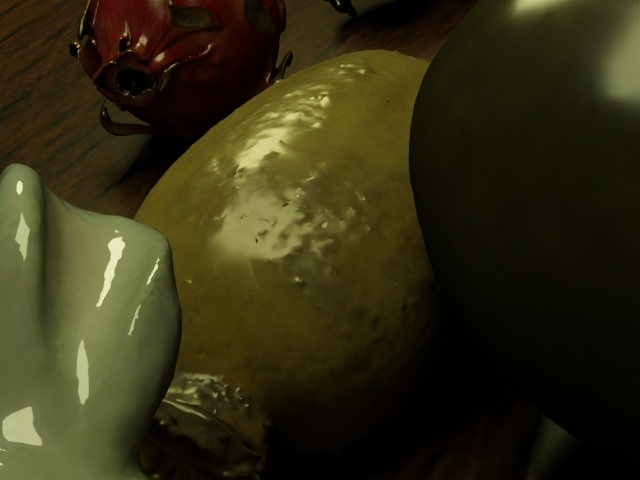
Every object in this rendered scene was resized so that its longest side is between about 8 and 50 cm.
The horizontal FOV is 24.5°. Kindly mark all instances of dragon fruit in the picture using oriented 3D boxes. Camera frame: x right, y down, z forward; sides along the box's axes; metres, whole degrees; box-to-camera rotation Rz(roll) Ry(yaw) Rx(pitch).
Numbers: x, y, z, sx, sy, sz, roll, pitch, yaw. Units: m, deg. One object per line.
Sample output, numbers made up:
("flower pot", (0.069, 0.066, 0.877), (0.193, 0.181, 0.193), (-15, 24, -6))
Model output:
("dragon fruit", (-0.084, -0.126, 0.928), (0.136, 0.133, 0.166), (-47, 9, 35))

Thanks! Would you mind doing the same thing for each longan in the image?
("longan", (0.152, -0.012, 0.553), (0.246, 0.215, 0.246), (16, 50, -20))

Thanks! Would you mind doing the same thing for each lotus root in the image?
("lotus root", (0.002, -0.002, 0.665), (0.146, 0.130, 0.303), (1, 34, 27))

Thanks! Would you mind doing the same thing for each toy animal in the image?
("toy animal", (-0.152, 0.134, 0.439), (0.310, 0.183, 0.247), (-25, 65, -12))

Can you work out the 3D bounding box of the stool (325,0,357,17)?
("stool", (0.088, -0.236, 1.039), (0.217, 0.125, 0.121), (-41, 40, -22))
